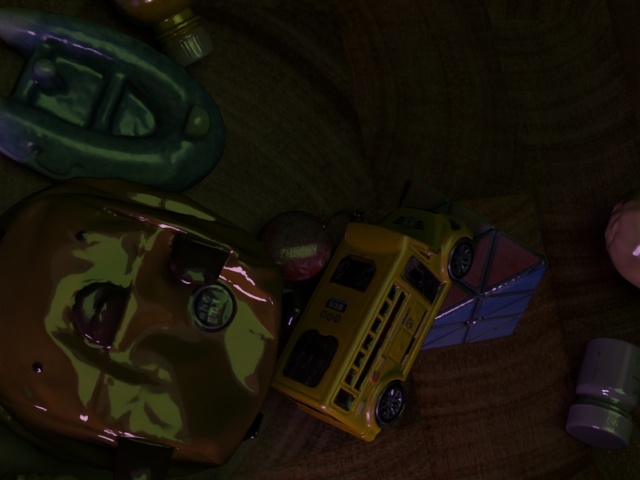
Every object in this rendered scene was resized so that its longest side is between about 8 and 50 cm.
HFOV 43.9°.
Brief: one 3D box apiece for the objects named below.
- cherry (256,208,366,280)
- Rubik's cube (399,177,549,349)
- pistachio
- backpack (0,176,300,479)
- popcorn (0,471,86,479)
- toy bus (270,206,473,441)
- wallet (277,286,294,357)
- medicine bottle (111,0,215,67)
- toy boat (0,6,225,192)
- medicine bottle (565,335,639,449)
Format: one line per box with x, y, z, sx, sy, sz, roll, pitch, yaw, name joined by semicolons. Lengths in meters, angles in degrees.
0.000;0.000;1.131;0.226;0.107;0.090;-15;128;-36;cherry
0.201;0.062;1.203;0.233;0.228;0.228;15;23;10;Rubik's cube
0.637;0.010;1.434;0.299;0.187;0.187;22;68;-28;pistachio
-0.226;0.102;0.914;0.378;0.201;0.353;17;74;-18;backpack
-0.312;0.329;0.812;0.235;0.181;0.216;-3;99;-13;popcorn
0.073;0.088;1.075;0.151;0.145;0.331;41;71;-43;toy bus
-0.125;0.109;1.077;0.197;0.020;0.103;5;76;-28;wallet
-0.222;-0.337;1.071;0.122;0.122;0.212;-38;110;-30;medicine bottle
-0.271;-0.172;1.004;0.330;0.123;0.215;25;66;-21;toy boat
0.482;0.254;1.336;0.105;0.105;0.168;33;64;-19;medicine bottle
